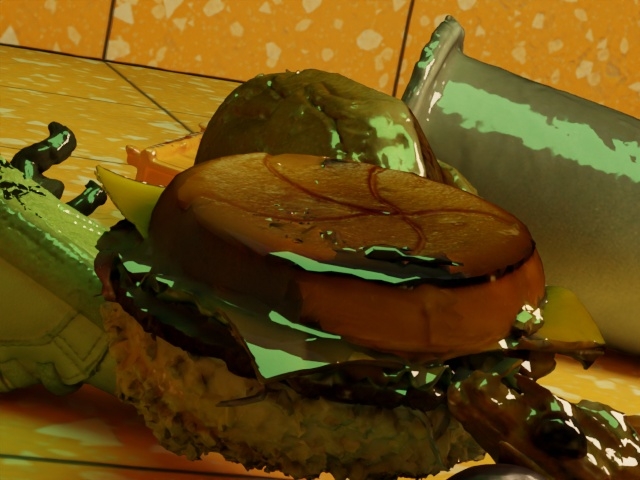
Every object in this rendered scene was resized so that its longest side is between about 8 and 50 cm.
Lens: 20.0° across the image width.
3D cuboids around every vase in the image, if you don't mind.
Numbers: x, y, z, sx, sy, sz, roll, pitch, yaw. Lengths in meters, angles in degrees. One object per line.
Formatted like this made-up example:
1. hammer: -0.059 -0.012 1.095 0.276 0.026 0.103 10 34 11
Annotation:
1. vase: 0.199 -0.029 1.469 0.291 0.245 0.245 17 11 10

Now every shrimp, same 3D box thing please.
1. shrimp: 0.156 0.114 0.788 0.287 0.063 0.152 37 27 -26

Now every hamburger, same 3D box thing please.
1. hamburger: 0.000 0.000 1.153 0.132 0.211 0.309 9 8 -35
2. hamburger: 0.007 0.044 0.914 0.243 0.138 0.262 -1 21 -29

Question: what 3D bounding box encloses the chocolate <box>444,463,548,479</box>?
1. chocolate: 0.045 0.145 0.649 0.149 0.080 0.125 -20 59 -34

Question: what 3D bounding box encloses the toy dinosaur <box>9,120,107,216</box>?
1. toy dinosaur: -0.274 -0.020 1.507 0.179 0.087 0.187 -37 18 -26

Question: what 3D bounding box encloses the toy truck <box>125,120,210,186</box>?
1. toy truck: -0.075 -0.034 1.540 0.135 0.114 0.270 19 14 16

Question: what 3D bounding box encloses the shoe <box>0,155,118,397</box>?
1. shoe: -0.170 0.027 1.063 0.262 0.128 0.140 40 21 -2
